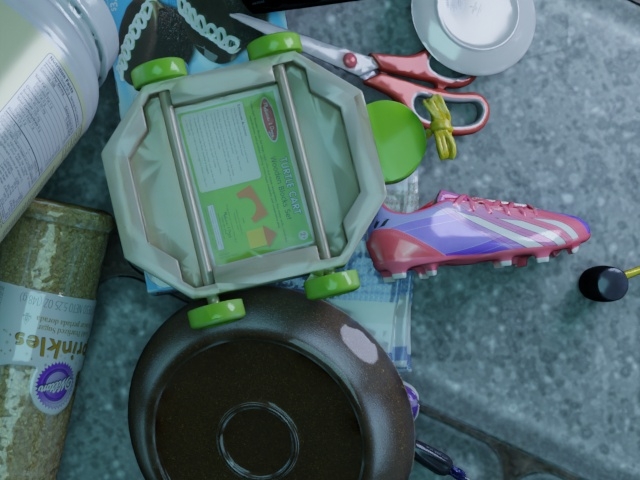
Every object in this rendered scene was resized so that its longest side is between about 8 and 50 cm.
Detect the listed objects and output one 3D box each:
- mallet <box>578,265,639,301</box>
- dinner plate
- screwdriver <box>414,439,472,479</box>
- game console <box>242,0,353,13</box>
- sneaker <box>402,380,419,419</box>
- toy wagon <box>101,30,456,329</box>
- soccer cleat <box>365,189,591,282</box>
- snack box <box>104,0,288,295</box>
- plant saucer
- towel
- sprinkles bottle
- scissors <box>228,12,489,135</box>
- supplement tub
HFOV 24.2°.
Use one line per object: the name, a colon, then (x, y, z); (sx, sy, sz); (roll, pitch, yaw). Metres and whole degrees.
mallet: (0.371, 0.022, 1.592); (0.189, 0.062, 0.039); (-19, 93, -2)
dinner plate: (0.165, -0.245, 1.586); (0.141, 0.017, 0.141); (2, 79, -13)
screwdriver: (0.166, 0.264, 1.614); (0.170, 0.025, 0.024); (32, 89, -11)
game console: (0.077, -0.352, 1.555); (0.361, 0.044, 0.213); (-8, 68, -7)
sneaker: (0.021, 0.180, 1.577); (0.170, 0.071, 0.068); (-1, 91, -3)
toy wagon: (-0.036, -0.069, 1.483); (0.344, 0.068, 0.267); (-13, 85, -3)
soccer cleat: (0.166, -0.015, 1.559); (0.248, 0.083, 0.095); (-8, 87, -14)
snack box: (-0.110, -0.115, 1.551); (0.187, 0.060, 0.322); (-10, 84, 0)
plant saucer: (-0.059, 0.201, 1.534); (0.310, 0.050, 0.310); (3, 104, 14)
towel: (0.000, 0.000, 1.594); (0.209, 0.034, 0.285); (3, 89, 0)
sprinkles bottle: (-0.306, 0.133, 1.540); (0.121, 0.121, 0.355); (12, 90, -2)
scissors: (0.045, -0.172, 1.550); (0.297, 0.021, 0.109); (4, 85, -23)
supplement tub: (-0.360, -0.122, 1.426); (0.235, 0.235, 0.325); (32, 58, -2)
